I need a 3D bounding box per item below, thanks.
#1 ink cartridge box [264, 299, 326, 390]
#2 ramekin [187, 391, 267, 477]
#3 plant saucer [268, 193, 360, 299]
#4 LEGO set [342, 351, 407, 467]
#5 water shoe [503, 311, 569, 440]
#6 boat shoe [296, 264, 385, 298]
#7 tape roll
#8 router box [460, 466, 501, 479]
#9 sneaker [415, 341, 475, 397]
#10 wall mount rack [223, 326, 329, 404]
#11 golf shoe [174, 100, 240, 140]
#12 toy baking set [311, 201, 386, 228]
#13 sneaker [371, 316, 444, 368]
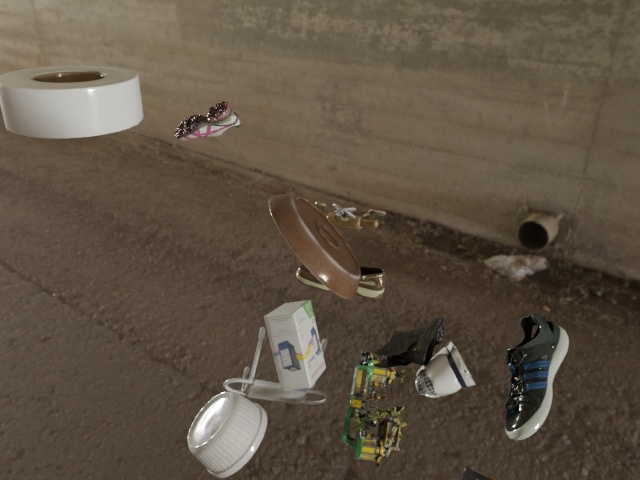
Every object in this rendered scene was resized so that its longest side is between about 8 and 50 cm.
[{"bbox_3d":[-0.066,0.288,1.506,0.093,0.212,0.154,-10,4,18],"label":"ink cartridge box"},{"bbox_3d":[-0.250,0.495,1.416,0.207,0.109,0.207,-36,23,18],"label":"ramekin"},{"bbox_3d":[0.000,0.000,0.699,0.029,0.168,0.168,-40,25,14],"label":"plant saucer"},{"bbox_3d":[0.201,0.516,1.649,0.192,0.255,0.331,13,68,-11],"label":"LEGO set"},{"bbox_3d":[0.306,0.201,0.820,0.080,0.073,0.203,37,58,-2],"label":"water shoe"},{"bbox_3d":[0.062,0.091,1.552,0.257,0.095,0.095,10,24,-5],"label":"boat shoe"},{"bbox_3d":[-0.534,-0.307,1.174,0.286,0.100,0.286,1,26,-1],"label":"tape roll"},{"bbox_3d":[0.434,0.590,1.253,0.179,0.046,0.133,8,-19,48],"label":"router box"},{"bbox_3d":[0.227,0.250,1.019,0.095,0.235,0.090,-29,71,6],"label":"sneaker"},{"bbox_3d":[-0.126,0.424,1.757,0.350,0.304,0.130,12,50,-12],"label":"wall mount rack"},{"bbox_3d":[-0.307,-0.303,1.466,0.186,0.086,0.067,-17,53,19],"label":"golf shoe"},{"bbox_3d":[0.034,-0.053,1.155,0.256,0.030,0.197,10,-3,26],"label":"toy baking set"},{"bbox_3d":[0.165,0.183,0.991,0.089,0.051,0.170,4,22,27],"label":"sneaker"}]
